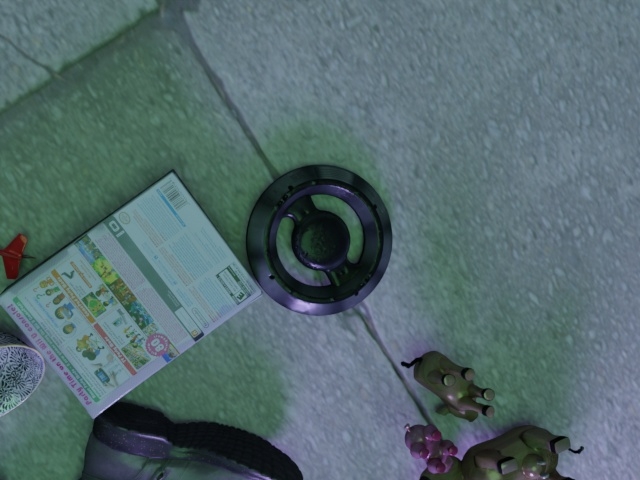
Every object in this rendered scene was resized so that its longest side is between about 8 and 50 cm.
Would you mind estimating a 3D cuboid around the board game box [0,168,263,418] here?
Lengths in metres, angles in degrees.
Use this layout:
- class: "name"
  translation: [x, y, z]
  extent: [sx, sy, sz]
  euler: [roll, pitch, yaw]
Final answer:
- class: "board game box"
  translation: [-0.272, 0.074, 1.394]
  extent: [0.303, 0.097, 0.224]
  euler: [-36, 103, -4]

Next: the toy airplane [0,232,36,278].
- class: "toy airplane"
  translation: [-0.485, 0.011, 1.378]
  extent: [0.151, 0.028, 0.151]
  euler: [-2, 101, -9]

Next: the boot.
- class: "boot"
  translation: [-0.213, 0.390, 1.463]
  extent: [0.338, 0.118, 0.223]
  euler: [18, 102, -6]

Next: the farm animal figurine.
- class: "farm animal figurine"
  translation: [0.244, 0.339, 1.505]
  extent: [0.326, 0.172, 0.330]
  euler: [4, 91, -23]

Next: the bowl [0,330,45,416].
- class: "bowl"
  translation: [-0.486, 0.180, 1.366]
  extent: [0.170, 0.080, 0.170]
  euler: [-27, 147, -19]

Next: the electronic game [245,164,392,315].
- class: "electronic game"
  translation: [0.000, 0.000, 1.454]
  extent: [0.229, 0.048, 0.229]
  euler: [-1, 95, -16]
